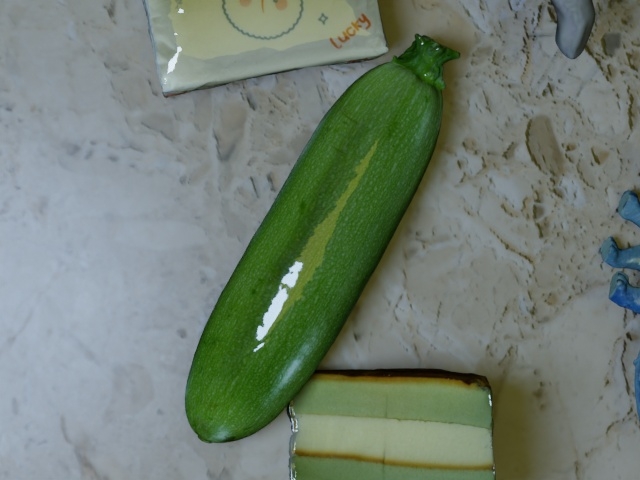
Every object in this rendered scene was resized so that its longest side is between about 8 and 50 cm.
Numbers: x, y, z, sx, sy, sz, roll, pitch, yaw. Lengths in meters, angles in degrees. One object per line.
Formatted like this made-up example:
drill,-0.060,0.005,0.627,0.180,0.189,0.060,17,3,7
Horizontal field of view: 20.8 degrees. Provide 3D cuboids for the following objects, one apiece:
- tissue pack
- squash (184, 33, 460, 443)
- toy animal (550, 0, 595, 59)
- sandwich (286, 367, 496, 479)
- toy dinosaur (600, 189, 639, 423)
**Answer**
tissue pack,-0.053,-0.209,1.471,0.196,0.092,0.148,-11,91,-2
squash,0.000,0.000,1.466,0.107,0.107,0.395,31,88,-2
toy animal,0.141,-0.355,1.406,0.303,0.344,0.194,31,48,19
sandwich,0.056,0.166,1.433,0.144,0.187,0.117,-3,89,-9
toy dinosaur,0.305,0.010,1.499,0.144,0.076,0.329,32,78,-9
